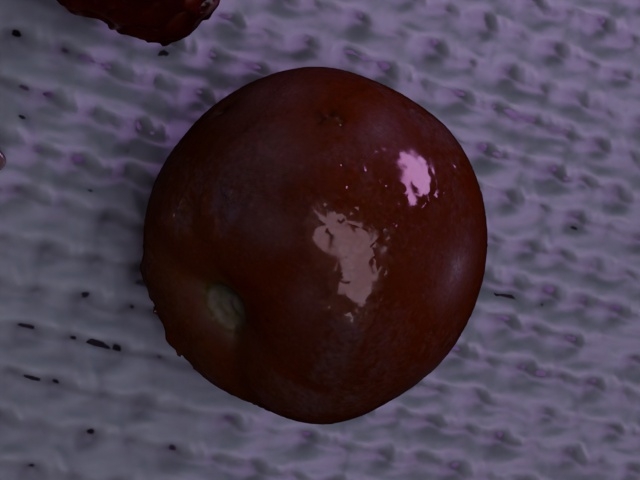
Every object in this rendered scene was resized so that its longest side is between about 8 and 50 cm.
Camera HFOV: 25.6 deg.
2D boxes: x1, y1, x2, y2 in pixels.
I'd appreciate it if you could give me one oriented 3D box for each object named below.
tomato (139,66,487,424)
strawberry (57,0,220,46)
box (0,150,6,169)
[{"bbox_3d":[0.000,0.000,0.849,0.184,0.208,0.208,-35,110,-38],"label":"tomato"},{"bbox_3d":[-0.134,-0.214,0.780,0.205,0.205,0.244,-47,126,-10],"label":"strawberry"},{"bbox_3d":[-0.241,-0.074,0.836,0.048,0.025,0.115,-47,111,-15],"label":"box"}]
